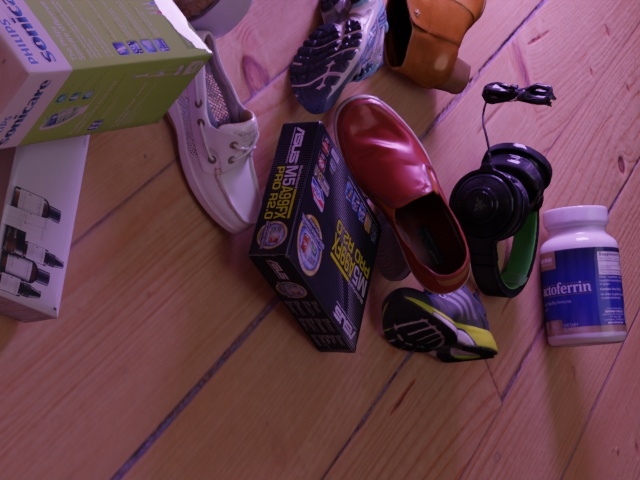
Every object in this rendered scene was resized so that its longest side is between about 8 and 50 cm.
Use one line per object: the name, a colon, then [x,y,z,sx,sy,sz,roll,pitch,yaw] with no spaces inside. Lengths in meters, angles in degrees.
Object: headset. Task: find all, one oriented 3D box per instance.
headset: [0.342,-0.087,2.168,0.243,0.185,0.394,-44,129,-51]

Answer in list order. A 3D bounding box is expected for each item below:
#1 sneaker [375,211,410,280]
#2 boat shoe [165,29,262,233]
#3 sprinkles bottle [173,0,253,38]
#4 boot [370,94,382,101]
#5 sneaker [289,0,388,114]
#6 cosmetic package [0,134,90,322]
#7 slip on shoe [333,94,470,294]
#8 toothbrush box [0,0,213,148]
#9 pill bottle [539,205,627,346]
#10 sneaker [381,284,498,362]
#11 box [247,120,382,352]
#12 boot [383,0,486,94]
sneaker: [0.149,-0.030,1.964,0.118,0.083,0.222,34,58,-53]
boat shoe: [-0.125,-0.135,1.574,0.098,0.096,0.277,-52,126,-51]
sprinkles bottle: [-0.225,-0.376,1.463,0.355,0.121,0.121,36,54,-46]
boot: [0.084,-0.172,1.939,0.087,0.042,0.118,14,72,-57]
sneaker: [0.048,-0.277,1.853,0.122,0.110,0.283,57,41,-37]
cosmetic package: [-0.311,-0.042,1.315,0.099,0.060,0.239,31,58,-50]
slip on shoe: [0.128,-0.074,1.838,0.331,0.123,0.101,62,-8,4]
toothbrush box: [-0.282,-0.219,1.273,0.206,0.122,0.283,52,31,12]
pill bottle: [0.505,0.070,2.397,0.153,0.153,0.265,8,76,-55]
sneaker: [0.183,0.115,1.980,0.300,0.111,0.121,29,49,-56]
box: [0.000,0.000,1.712,0.270,0.060,0.216,57,38,-50]
boot: [0.187,-0.402,2.085,0.211,0.104,0.295,18,72,-53]
